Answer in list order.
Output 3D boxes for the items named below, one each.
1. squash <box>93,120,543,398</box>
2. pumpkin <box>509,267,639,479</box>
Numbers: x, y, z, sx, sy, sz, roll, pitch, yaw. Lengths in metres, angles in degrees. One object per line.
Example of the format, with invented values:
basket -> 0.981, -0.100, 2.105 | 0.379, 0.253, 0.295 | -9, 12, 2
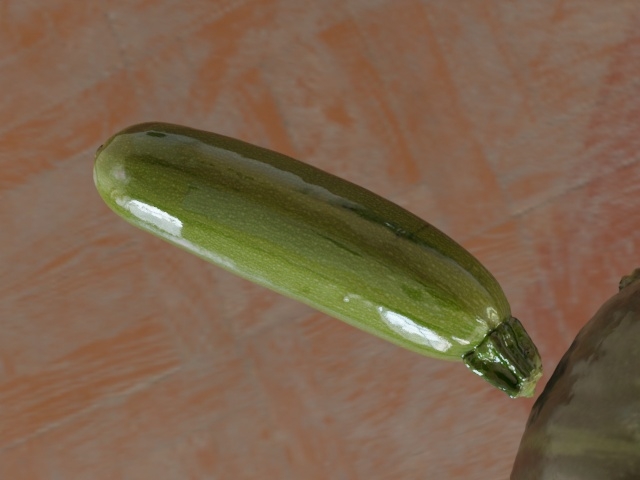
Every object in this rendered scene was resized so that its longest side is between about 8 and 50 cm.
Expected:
squash -> 0.000, 0.000, 0.922 | 0.252, 0.066, 0.066 | 24, 99, 12
pumpkin -> 0.150, 0.092, 0.505 | 0.212, 0.152, 0.211 | -10, 58, 16
